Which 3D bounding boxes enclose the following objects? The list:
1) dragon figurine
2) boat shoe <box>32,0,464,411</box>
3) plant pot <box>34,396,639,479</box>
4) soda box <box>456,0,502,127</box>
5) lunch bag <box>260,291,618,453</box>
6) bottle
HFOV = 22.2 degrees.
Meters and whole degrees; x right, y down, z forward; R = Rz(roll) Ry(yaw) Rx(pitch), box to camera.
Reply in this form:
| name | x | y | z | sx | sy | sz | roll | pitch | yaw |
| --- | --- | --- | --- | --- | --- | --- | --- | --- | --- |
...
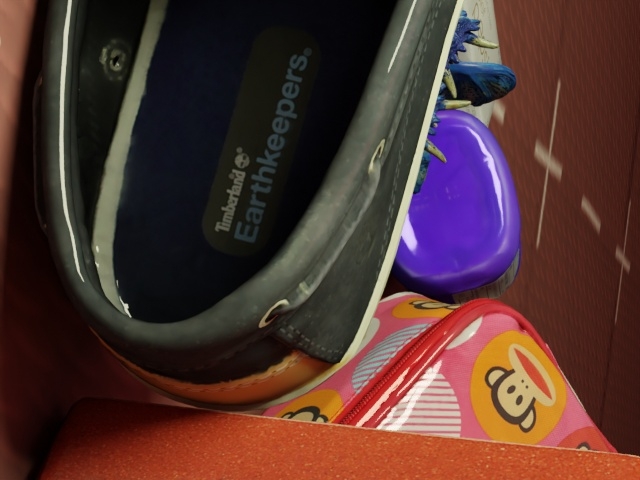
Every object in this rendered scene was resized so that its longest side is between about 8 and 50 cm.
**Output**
| name | x | y | z | sx | sy | sz | roll | pitch | yaw |
| --- | --- | --- | --- | --- | --- | --- | --- | --- | --- |
| dragon figurine | 0.048 | -0.082 | 0.889 | 0.085 | 0.144 | 0.289 | -49 | 159 | 2 |
| boat shoe | -0.010 | -0.175 | 0.665 | 0.156 | 0.187 | 0.500 | 15 | 86 | -78 |
| plant pot | -0.009 | 0.248 | 0.641 | 0.235 | 0.267 | 0.267 | -58 | 145 | -51 |
| soda box | 0.070 | -0.164 | 1.080 | 0.216 | 0.074 | 0.069 | 74 | 27 | -48 |
| lunch bag | 0.063 | 0.201 | 0.916 | 0.258 | 0.120 | 0.293 | -44 | 113 | -24 |
| bottle | 0.089 | -0.011 | 1.121 | 0.283 | 0.092 | 0.118 | 44 | 31 | -79 |
